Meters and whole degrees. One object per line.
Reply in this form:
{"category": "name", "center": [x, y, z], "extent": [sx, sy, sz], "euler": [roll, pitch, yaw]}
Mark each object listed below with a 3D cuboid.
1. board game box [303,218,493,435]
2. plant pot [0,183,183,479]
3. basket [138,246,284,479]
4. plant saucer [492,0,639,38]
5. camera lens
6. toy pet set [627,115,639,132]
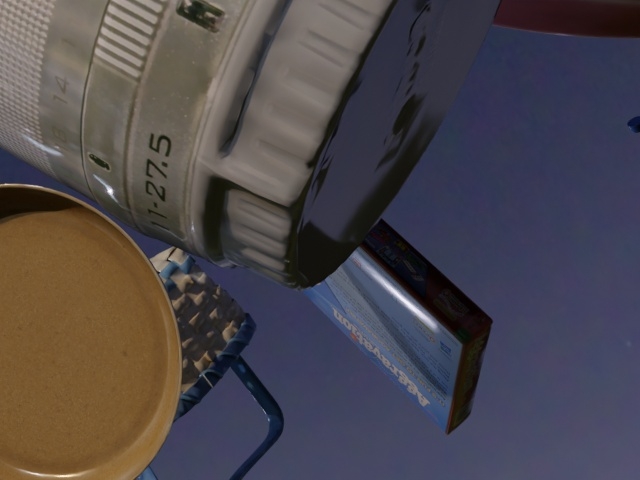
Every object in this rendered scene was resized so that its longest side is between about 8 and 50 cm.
{"category": "board game box", "center": [0.000, 0.000, 0.799], "extent": [0.027, 0.281, 0.145], "euler": [-37, -24, -20]}
{"category": "plant pot", "center": [-0.203, 0.075, 0.844], "extent": [0.236, 0.236, 0.032], "euler": [-30, 1, 18]}
{"category": "basket", "center": [-0.171, 0.174, 1.417], "extent": [0.201, 0.255, 0.289], "euler": [-31, -82, 32]}
{"category": "plant saucer", "center": [0.143, -0.200, 0.727], "extent": [0.332, 0.332, 0.084], "euler": [-4, -61, -16]}
{"category": "camera lens", "center": [-0.076, -0.130, 0.509], "extent": [0.274, 0.219, 0.219], "euler": [30, -40, 12]}
{"category": "toy pet set", "center": [0.335, -0.102, 0.961], "extent": [0.122, 0.114, 0.065], "euler": [3, -48, 49]}
